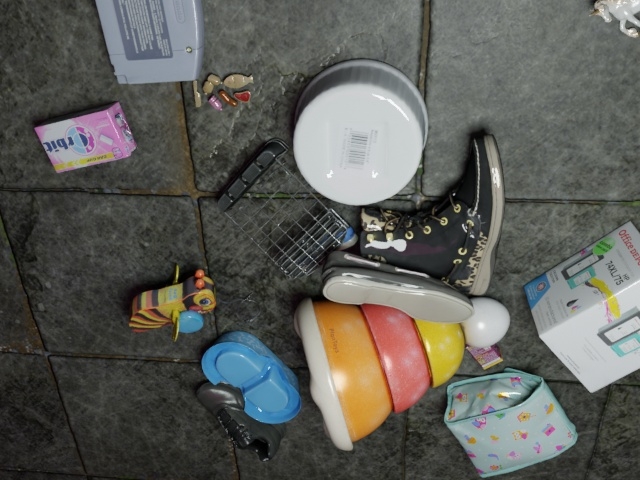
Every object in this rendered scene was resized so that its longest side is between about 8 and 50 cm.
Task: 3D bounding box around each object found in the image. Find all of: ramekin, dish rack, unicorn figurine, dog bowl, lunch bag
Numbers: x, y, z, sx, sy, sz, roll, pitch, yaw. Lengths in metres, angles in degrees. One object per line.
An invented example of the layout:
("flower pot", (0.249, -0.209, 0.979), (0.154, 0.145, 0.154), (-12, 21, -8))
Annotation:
("ramekin", (0.075, -0.204, 1.200), (0.278, 0.135, 0.277), (4, 120, 6))
("dish rack", (-0.077, -0.057, 1.314), (0.271, 0.074, 0.208), (45, 117, -5))
("unicorn figurine", (0.553, -0.411, 1.068), (0.162, 0.060, 0.111), (-43, 106, 9))
("dog bowl", (-0.172, 0.353, 1.588), (0.166, 0.074, 0.297), (-35, 110, 24))
("lunch bag", (0.472, 0.444, 1.505), (0.262, 0.160, 0.223), (-24, 113, 26))

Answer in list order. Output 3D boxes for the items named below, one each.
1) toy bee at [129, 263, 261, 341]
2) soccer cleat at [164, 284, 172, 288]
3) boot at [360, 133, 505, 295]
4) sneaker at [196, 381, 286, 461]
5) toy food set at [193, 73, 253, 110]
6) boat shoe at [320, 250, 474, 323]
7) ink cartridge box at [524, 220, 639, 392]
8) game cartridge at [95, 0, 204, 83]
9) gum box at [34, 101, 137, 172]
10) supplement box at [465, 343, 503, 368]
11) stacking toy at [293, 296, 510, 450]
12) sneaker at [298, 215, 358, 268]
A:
("toy bee", (-0.311, 0.127, 1.428), (0.298, 0.195, 0.162), (-24, 143, -19))
("soccer cleat", (-0.385, 0.129, 1.517), (0.083, 0.029, 0.035), (-17, 107, 13))
("boot", (0.225, -0.042, 1.271), (0.285, 0.138, 0.377), (1, 130, 7))
("sneaker", (-0.216, 0.486, 1.639), (0.286, 0.130, 0.109), (36, 120, -12))
("toy food set", (-0.197, -0.305, 1.249), (0.122, 0.019, 0.077), (-1, 120, -1))
("boat shoe", (0.165, 0.091, 1.259), (0.336, 0.095, 0.112), (13, 141, -13))
("ink cartridge box", (0.617, 0.140, 1.287), (0.270, 0.198, 0.197), (-38, 108, 24))
("game cartridge", (-0.328, -0.453, 1.162), (0.198, 0.062, 0.297), (-3, 119, 4))
("gum box", (-0.498, -0.223, 1.309), (0.189, 0.062, 0.107), (-10, 118, 13))
("supplement box", (0.396, 0.264, 1.476), (0.055, 0.043, 0.083), (-32, 111, 23))
("stacking toy", (0.204, 0.246, 1.380), (0.480, 0.350, 0.350), (-15, 117, -1))
("sneaker", (0.000, -0.001, 1.369), (0.152, 0.058, 0.084), (-27, 118, 17))
